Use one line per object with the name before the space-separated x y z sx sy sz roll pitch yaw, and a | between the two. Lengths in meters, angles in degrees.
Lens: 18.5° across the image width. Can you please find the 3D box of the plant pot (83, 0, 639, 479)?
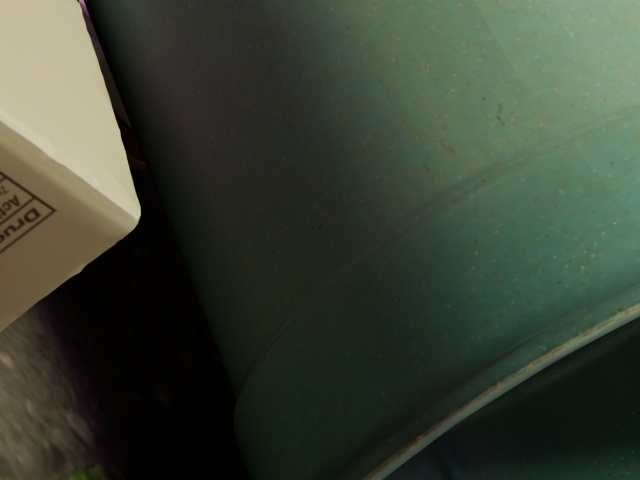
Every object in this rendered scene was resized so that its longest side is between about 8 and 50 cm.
plant pot | 0.063 -0.044 0.947 0.341 0.341 0.334 22 38 -62

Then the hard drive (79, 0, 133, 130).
hard drive | -0.181 -0.202 1.120 0.307 0.040 0.203 47 16 -17

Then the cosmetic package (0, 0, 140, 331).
cosmetic package | -0.213 -0.075 0.605 0.296 0.153 0.129 40 22 -43

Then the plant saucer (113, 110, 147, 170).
plant saucer | -0.122 -0.073 1.100 0.083 0.013 0.083 47 17 -19

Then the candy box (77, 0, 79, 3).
candy box | -0.181 -0.102 0.888 0.159 0.071 0.233 42 19 -34
